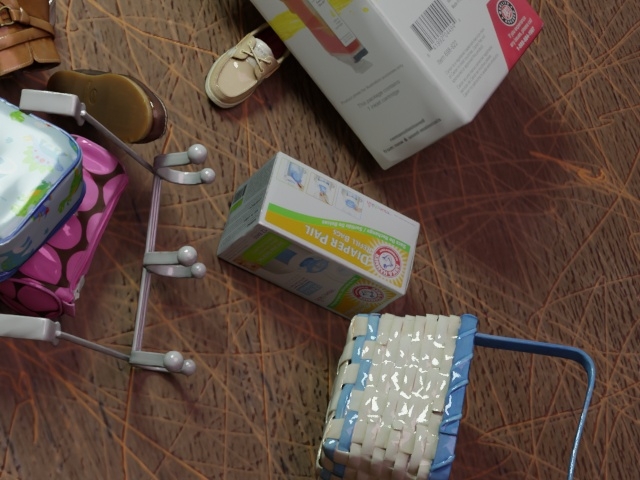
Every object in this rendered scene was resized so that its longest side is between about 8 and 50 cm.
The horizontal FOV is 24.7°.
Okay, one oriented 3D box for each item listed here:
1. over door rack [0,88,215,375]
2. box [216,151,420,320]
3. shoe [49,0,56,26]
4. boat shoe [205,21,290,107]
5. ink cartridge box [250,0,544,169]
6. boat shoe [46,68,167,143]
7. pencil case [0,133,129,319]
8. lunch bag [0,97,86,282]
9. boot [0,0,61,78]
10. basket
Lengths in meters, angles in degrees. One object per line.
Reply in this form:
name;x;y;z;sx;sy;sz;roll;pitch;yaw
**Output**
over door rack;-0.193;0.007;1.485;0.324;0.108;0.239;28;65;-66
box;0.000;0.000;1.731;0.203;0.114;0.103;27;57;-20
shoe;-0.375;-0.223;1.643;0.076;0.058;0.219;46;53;-4
boat shoe;-0.081;-0.231;1.824;0.063;0.059;0.170;43;53;-7
ink cartridge box;0.071;-0.329;1.852;0.384;0.160;0.279;51;44;-11
boat shoe;-0.224;-0.152;1.626;0.073;0.207;0.073;6;103;-41
pencil case;-0.277;-0.014;1.586;0.098;0.095;0.209;10;59;13
lunch bag;-0.369;-0.066;1.511;0.219;0.090;0.176;27;57;13
boot;-0.374;-0.244;1.571;0.197;0.073;0.152;-16;88;-36
basket;0.153;0.207;1.652;0.289;0.201;0.254;12;58;10
